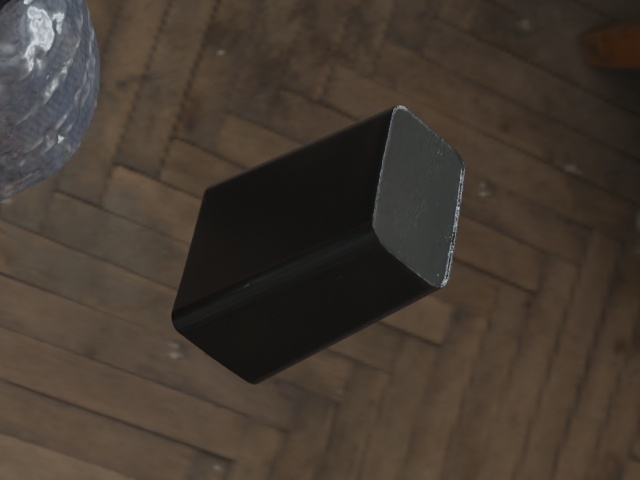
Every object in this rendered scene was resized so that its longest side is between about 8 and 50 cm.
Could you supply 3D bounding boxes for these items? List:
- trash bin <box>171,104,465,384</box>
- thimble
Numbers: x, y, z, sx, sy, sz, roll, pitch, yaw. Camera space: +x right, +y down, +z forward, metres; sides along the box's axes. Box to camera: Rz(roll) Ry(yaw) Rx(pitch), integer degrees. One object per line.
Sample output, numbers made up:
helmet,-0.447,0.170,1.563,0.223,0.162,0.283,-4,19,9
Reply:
trash bin,0.000,0.000,1.455,0.115,0.225,0.165,38,45,-28
thimble,-0.260,-0.151,1.155,0.205,0.172,0.236,-13,60,-5
